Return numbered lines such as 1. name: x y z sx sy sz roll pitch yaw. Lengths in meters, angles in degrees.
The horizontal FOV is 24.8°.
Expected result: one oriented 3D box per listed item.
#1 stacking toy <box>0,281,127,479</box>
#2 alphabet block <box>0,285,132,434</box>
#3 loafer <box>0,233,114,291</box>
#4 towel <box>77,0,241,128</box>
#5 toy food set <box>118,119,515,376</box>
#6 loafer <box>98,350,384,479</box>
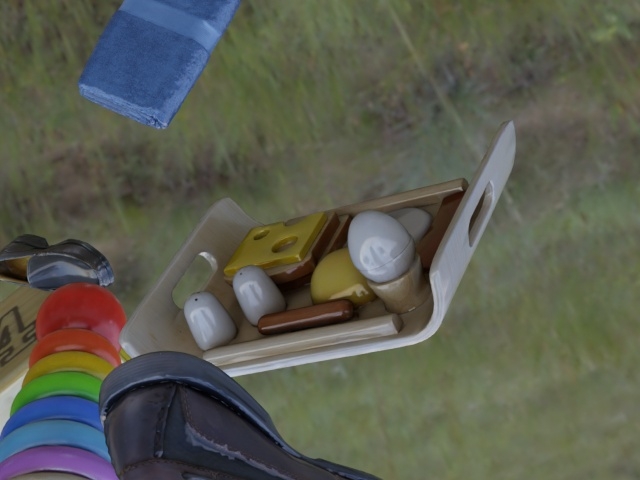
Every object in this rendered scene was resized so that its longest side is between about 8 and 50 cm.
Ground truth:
1. stacking toy: -0.230 0.163 1.342 0.141 0.330 0.141 -1 126 -1
2. alphabet block: -0.307 0.172 1.681 0.197 0.193 0.192 -38 121 -2
3. loafer: -0.295 0.035 1.598 0.170 0.062 0.061 4 -152 41
4. towel: -0.097 -0.128 0.906 0.029 0.067 0.119 96 20 -67
5. toy food set: 0.000 0.000 1.205 0.306 0.092 0.219 -12 -151 31
6. loafer: -0.026 0.184 0.910 0.109 0.095 0.302 -32 128 23
